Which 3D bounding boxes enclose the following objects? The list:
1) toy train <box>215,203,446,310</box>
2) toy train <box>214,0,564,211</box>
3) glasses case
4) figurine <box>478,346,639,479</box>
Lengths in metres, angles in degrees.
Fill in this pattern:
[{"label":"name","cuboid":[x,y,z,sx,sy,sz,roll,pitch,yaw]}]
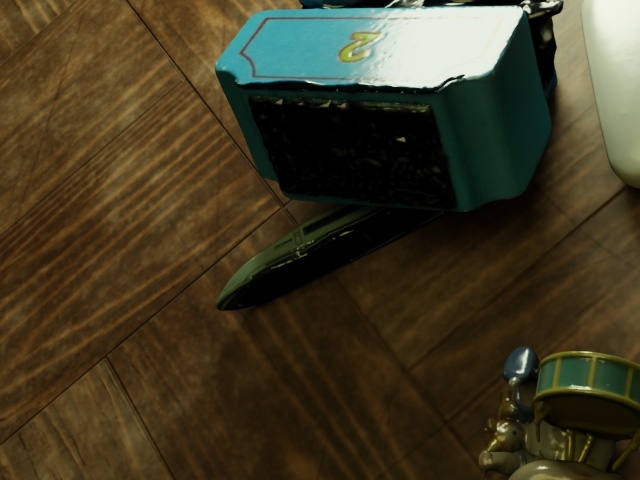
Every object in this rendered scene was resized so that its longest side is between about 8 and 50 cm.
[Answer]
[{"label":"toy train","cuboid":[0.000,0.001,1.234,0.252,0.055,0.048,-26,54,12]},{"label":"toy train","cuboid":[0.079,-0.157,1.169,0.300,0.188,0.265,5,46,30]},{"label":"glasses case","cuboid":[0.301,-0.153,1.155,0.092,0.059,0.233,-16,57,18]},{"label":"figurine","cuboid":[0.187,0.220,0.944,0.161,0.158,0.275,10,66,4]}]
